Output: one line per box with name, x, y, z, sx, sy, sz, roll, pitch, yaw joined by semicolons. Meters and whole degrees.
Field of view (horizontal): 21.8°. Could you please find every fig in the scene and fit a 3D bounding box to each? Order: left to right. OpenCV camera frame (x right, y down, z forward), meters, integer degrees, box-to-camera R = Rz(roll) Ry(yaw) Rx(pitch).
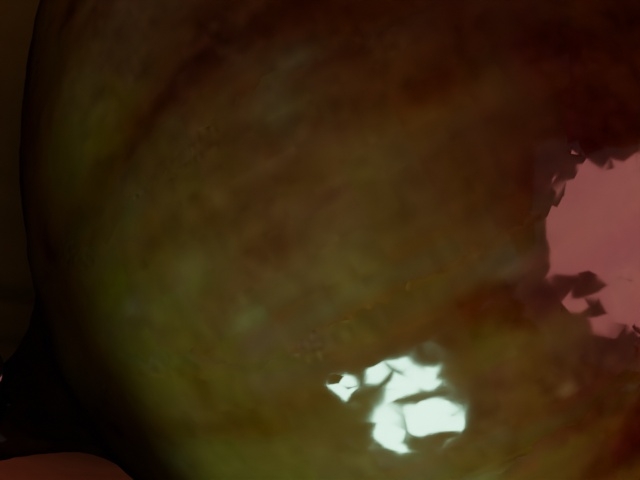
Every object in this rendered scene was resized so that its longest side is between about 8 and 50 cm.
fig;0.016;-0.009;0.443;0.235;0.214;0.235;41;31;-31
